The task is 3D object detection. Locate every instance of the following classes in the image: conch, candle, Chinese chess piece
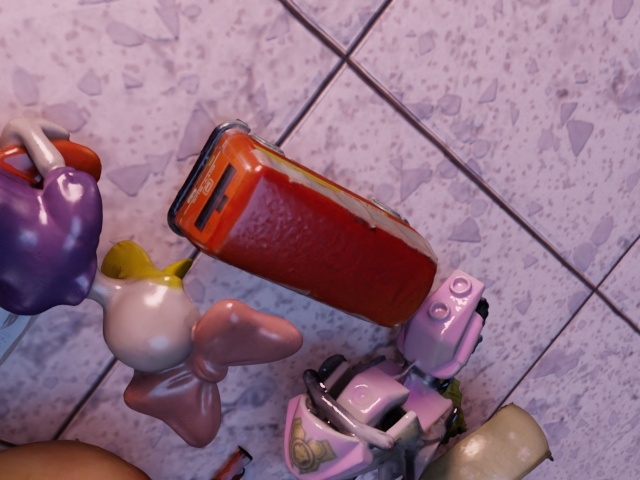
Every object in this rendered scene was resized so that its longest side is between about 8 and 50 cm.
[{"bbox_3d":[0.141,0.204,0.872,0.121,0.074,0.089,36,61,-16],"label":"conch"},{"bbox_3d":[-0.137,0.308,0.805,0.026,0.021,0.167,39,93,-32],"label":"candle"},{"bbox_3d":[0.191,0.280,0.861,0.189,0.083,0.188,-31,160,-13],"label":"Chinese chess piece"}]

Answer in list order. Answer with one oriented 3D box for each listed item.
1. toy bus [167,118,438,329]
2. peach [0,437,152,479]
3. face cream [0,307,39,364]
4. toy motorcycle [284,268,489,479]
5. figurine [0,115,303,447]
[{"bbox_3d":[0.000,0.000,0.669,0.265,0.120,0.121,26,99,-32],"label":"toy bus"},{"bbox_3d":[-0.252,0.322,0.623,0.293,0.247,0.292,0,119,-1],"label":"peach"},{"bbox_3d":[-0.339,0.101,0.604,0.114,0.070,0.224,39,81,-33],"label":"face cream"},{"bbox_3d":[0.073,0.161,0.745,0.327,0.143,0.188,-46,148,-16],"label":"toy motorcycle"},{"bbox_3d":[-0.216,0.003,0.515,0.421,0.193,0.154,32,111,-30],"label":"figurine"}]
